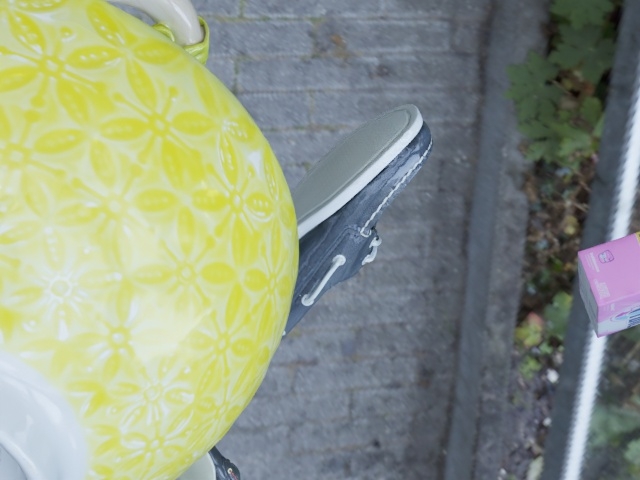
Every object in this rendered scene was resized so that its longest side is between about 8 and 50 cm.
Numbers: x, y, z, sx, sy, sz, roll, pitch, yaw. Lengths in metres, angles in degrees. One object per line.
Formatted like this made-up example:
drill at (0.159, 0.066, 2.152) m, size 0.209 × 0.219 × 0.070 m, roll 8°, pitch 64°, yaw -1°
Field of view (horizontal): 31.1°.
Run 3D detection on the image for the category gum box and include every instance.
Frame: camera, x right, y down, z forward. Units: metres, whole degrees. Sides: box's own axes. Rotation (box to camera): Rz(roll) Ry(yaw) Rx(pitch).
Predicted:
gum box at (0.336, 0.045, 1.226) m, size 0.107 × 0.062 × 0.188 m, roll -19°, pitch 162°, yaw 7°

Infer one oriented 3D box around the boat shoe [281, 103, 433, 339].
boat shoe at (0.000, 0.000, 1.058) m, size 0.091 × 0.114 × 0.302 m, roll 42°, pitch 114°, yaw -18°

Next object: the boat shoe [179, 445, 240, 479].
boat shoe at (-0.104, 0.231, 1.120) m, size 0.042 × 0.049 × 0.133 m, roll -40°, pitch 109°, yaw -50°

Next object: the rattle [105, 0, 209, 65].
rattle at (-0.167, -0.113, 0.721) m, size 0.199 × 0.130 × 0.143 m, roll 28°, pitch 55°, yaw -38°

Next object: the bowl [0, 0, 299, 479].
bowl at (-0.158, 0.046, 0.497) m, size 0.289 × 0.156 × 0.289 m, roll 2°, pitch 131°, yaw 2°
